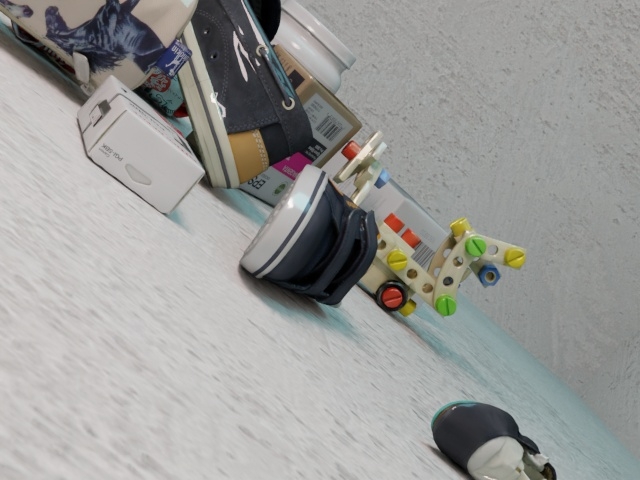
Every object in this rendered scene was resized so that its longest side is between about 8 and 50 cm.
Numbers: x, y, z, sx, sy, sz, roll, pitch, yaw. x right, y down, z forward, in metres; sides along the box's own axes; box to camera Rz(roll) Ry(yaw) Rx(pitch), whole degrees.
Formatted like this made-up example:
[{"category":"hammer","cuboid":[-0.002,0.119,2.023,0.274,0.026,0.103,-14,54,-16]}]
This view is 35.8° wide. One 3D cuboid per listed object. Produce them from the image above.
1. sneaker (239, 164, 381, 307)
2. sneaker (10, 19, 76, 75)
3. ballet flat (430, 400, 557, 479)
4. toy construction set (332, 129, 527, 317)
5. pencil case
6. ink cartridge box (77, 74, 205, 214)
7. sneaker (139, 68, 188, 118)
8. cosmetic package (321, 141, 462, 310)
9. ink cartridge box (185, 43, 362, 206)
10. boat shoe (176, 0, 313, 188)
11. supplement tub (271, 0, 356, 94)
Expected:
[{"category":"sneaker","cuboid":[0.000,0.000,1.048,0.127,0.126,0.321,36,5,-2]},{"category":"sneaker","cuboid":[-0.302,-0.226,1.131,0.118,0.042,0.067,34,2,3]},{"category":"ballet flat","cuboid":[0.179,0.212,0.965,0.203,0.074,0.074,38,7,-49]},{"category":"toy construction set","cuboid":[0.132,-0.011,1.520,0.328,0.215,0.151,44,5,3]},{"category":"pencil case","cuboid":[-0.313,-0.303,0.988,0.410,0.183,0.160,34,-26,-32]},{"category":"ink cartridge box","cuboid":[-0.173,-0.093,0.942,0.099,0.056,0.135,39,6,-28]},{"category":"sneaker","cuboid":[-0.242,-0.265,1.582,0.145,0.090,0.270,42,9,-7]},{"category":"cosmetic package","cuboid":[0.070,-0.066,1.838,0.217,0.156,0.385,37,7,-40]},{"category":"ink cartridge box","cuboid":[-0.061,-0.159,1.462,0.088,0.193,0.235,47,8,21]},{"category":"boat shoe","cuboid":[-0.134,-0.304,1.302,0.187,0.156,0.500,87,-14,-68]},{"category":"supplement tub","cuboid":[-0.085,-0.283,1.803,0.191,0.272,0.191,42,6,-6]}]
